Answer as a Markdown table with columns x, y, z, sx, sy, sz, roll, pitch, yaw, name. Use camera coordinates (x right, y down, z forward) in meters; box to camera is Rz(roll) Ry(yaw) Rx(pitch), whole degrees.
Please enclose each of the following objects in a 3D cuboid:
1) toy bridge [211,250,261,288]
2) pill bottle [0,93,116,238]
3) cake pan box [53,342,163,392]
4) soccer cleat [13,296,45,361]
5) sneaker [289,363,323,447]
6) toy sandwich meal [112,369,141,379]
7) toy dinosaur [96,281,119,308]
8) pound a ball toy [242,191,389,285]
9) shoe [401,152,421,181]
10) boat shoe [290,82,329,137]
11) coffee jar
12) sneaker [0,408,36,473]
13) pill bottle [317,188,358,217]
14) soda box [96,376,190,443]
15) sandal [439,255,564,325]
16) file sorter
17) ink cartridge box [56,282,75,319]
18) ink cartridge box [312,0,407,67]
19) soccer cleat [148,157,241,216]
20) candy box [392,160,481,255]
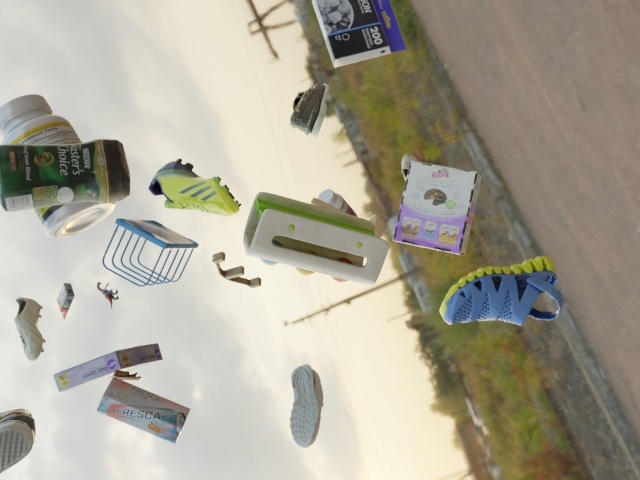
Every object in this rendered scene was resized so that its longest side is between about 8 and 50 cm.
| x | y | z | sx | sy | sz | roll | pitch | yaw | name |
| --- | --- | --- | --- | --- | --- | --- | --- | --- | --- |
| -0.232 | 0.086 | 2.019 | 0.188 | 0.063 | 0.026 | 41 | -140 | -49 | toy bridge |
| -0.668 | -0.187 | 1.874 | 0.333 | 0.188 | 0.188 | 58 | -175 | 8 | pill bottle |
| -0.674 | 0.404 | 2.424 | 0.267 | 0.246 | 0.070 | 7 | -115 | -73 | cake pan box |
| -0.785 | 0.237 | 2.020 | 0.076 | 0.068 | 0.196 | 35 | -153 | -46 | soccer cleat |
| -0.026 | 0.458 | 2.064 | 0.095 | 0.090 | 0.235 | 52 | -148 | -47 | sneaker |
| -0.563 | 0.393 | 2.201 | 0.085 | 0.086 | 0.029 | 48 | -139 | -73 | toy sandwich meal |
| -0.653 | 0.156 | 2.295 | 0.090 | 0.082 | 0.047 | -65 | -23 | -46 | toy dinosaur |
| 0.000 | 0.000 | 1.594 | 0.208 | 0.319 | 0.135 | -119 | 47 | -66 | pound a ball toy |
| 0.281 | -0.146 | 2.136 | 0.219 | 0.077 | 0.058 | 57 | -146 | -32 | shoe |
| -0.034 | -0.393 | 2.189 | 0.305 | 0.091 | 0.109 | -86 | 15 | -60 | boat shoe |
| -0.376 | -0.098 | 1.110 | 0.079 | 0.185 | 0.096 | 109 | 147 | -49 | coffee jar |
| -0.771 | 0.486 | 1.667 | 0.126 | 0.321 | 0.127 | 64 | 175 | -18 | sneaker |
| 0.054 | -0.103 | 2.526 | 0.152 | 0.086 | 0.086 | 47 | -161 | -40 | pill bottle |
| -0.376 | 0.361 | 1.609 | 0.183 | 0.058 | 0.063 | 24 | -147 | -6 | soda box |
| 0.416 | 0.130 | 1.675 | 0.126 | 0.318 | 0.138 | 99 | 151 | -51 | sandal |
| -0.349 | 0.027 | 1.548 | 0.118 | 0.104 | 0.170 | 26 | -175 | 11 | file sorter |
| -0.860 | 0.205 | 2.529 | 0.029 | 0.115 | 0.063 | 9 | -147 | -39 | ink cartridge box |
| 0.105 | -0.579 | 2.004 | 0.045 | 0.208 | 0.206 | 103 | 150 | -73 | ink cartridge box |
| -0.287 | -0.099 | 1.711 | 0.289 | 0.121 | 0.093 | 27 | 156 | 43 | soccer cleat |
| 0.275 | -0.076 | 1.773 | 0.070 | 0.165 | 0.196 | 12 | -89 | -68 | candy box |
